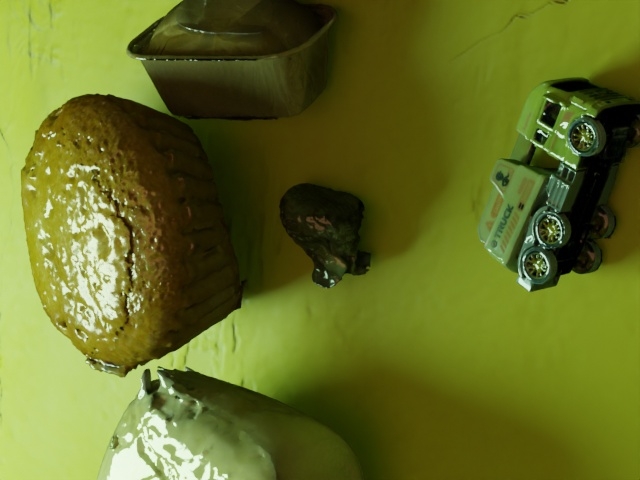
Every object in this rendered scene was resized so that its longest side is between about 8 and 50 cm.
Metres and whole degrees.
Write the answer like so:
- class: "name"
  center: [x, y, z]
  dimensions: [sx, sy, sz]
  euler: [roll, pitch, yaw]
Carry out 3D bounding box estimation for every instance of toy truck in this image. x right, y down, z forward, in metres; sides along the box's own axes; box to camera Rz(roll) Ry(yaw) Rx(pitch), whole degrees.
- class: "toy truck"
  center: [0.180, -0.048, 1.537]
  dimensions: [0.100, 0.077, 0.169]
  euler: [34, 119, 33]

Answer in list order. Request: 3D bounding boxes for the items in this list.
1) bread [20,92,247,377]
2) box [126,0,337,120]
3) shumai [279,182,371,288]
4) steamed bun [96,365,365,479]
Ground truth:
- class: "bread"
  center: [-0.162, -0.013, 1.672]
  dimensions: [0.240, 0.139, 0.240]
  euler: [27, 124, 49]
- class: "box"
  center: [-0.071, -0.160, 1.633]
  dimensions: [0.177, 0.111, 0.111]
  euler: [4, 103, 28]
- class: "shumai"
  center: [0.000, 0.000, 1.647]
  dimensions: [0.083, 0.082, 0.080]
  euler: [32, 118, 45]
- class: "steamed bun"
  center: [-0.075, 0.245, 1.693]
  dimensions: [0.232, 0.166, 0.273]
  euler: [15, 103, 38]
